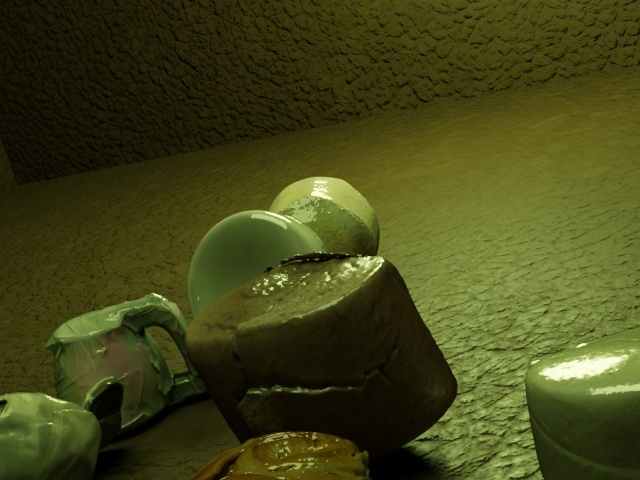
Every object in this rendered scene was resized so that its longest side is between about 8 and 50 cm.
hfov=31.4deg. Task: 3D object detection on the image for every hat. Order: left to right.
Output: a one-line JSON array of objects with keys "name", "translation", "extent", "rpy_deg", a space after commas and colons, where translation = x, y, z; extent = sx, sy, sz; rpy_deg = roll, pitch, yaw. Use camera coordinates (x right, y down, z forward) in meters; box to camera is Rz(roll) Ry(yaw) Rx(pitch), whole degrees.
[{"name": "hat", "translation": [-0.365, 0.280, 1.483], "extent": [0.232, 0.161, 0.275], "rpy_deg": [-16, -9, 10]}]

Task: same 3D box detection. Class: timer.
[{"name": "timer", "translation": [-0.100, 0.070, 1.740], "extent": [0.233, 0.233, 0.240], "rpy_deg": [-10, -8, 23]}]

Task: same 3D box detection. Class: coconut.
[{"name": "coconut", "translation": [0.000, 0.000, 1.969], "extent": [0.224, 0.224, 0.234], "rpy_deg": [-16, 14, 3]}]

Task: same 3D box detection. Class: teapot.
[{"name": "teapot", "translation": [-0.292, 0.182, 1.667], "extent": [0.222, 0.178, 0.163], "rpy_deg": [-8, 18, 25]}]

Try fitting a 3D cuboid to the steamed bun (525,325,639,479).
[{"name": "steamed bun", "translation": [0.329, 0.169, 1.111], "extent": [0.242, 0.146, 0.164], "rpy_deg": [-15, 12, 0]}]

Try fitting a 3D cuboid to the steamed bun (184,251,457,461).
[{"name": "steamed bun", "translation": [-0.018, 0.156, 1.328], "extent": [0.301, 0.251, 0.199], "rpy_deg": [-15, 12, 40]}]

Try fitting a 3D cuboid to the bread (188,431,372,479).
[{"name": "bread", "translation": [-0.061, 0.285, 1.168], "extent": [0.198, 0.120, 0.236], "rpy_deg": [-3, 20, 38]}]
